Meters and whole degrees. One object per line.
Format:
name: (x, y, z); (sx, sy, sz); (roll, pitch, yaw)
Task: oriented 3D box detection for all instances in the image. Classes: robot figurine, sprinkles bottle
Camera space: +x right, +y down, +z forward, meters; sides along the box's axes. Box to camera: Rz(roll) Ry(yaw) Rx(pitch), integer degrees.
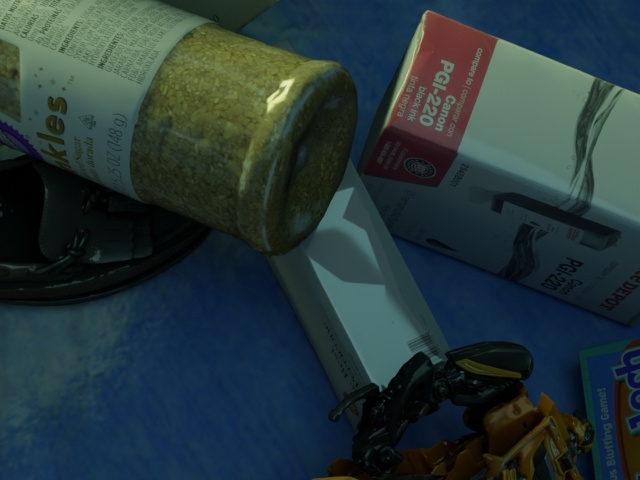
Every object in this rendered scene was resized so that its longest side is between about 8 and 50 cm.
robot figurine: (0.050, 0.193, 1.014); (0.291, 0.085, 0.211); (-33, 116, -11)
sprinkles bottle: (-0.157, -0.105, 1.037); (0.355, 0.121, 0.121); (21, 69, 19)

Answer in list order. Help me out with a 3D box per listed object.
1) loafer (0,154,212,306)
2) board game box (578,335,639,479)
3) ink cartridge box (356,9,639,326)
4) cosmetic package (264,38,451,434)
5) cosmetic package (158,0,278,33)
loafer: (-0.191, -0.009, 1.075); (0.268, 0.084, 0.096); (-11, 74, -13)
board game box: (0.269, 0.124, 1.056); (0.047, 0.210, 0.160); (17, 62, -51)
ink cartridge box: (0.139, -0.040, 1.100); (0.218, 0.158, 0.092); (20, 69, -2)
cosmetic package: (0.000, 0.000, 1.098); (0.060, 0.099, 0.239); (-24, 77, -13)
cosmetic package: (-0.143, -0.261, 1.067); (0.309, 0.160, 0.113); (46, 44, -13)
